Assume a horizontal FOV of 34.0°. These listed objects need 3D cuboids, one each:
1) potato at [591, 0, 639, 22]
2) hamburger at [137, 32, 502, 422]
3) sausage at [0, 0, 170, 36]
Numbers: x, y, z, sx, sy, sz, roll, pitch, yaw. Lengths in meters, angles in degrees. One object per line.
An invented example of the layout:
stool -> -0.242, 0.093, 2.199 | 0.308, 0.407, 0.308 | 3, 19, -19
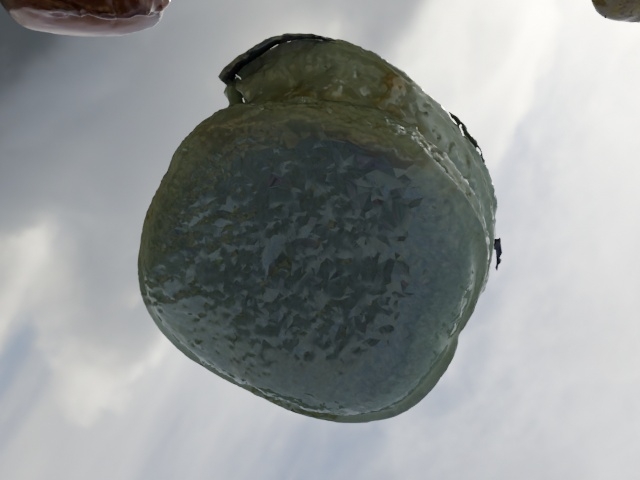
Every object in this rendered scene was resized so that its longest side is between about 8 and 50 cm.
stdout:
potato -> 0.257, -0.205, 0.862 | 0.040, 0.083, 0.051 | 56, -47, 43
hamburger -> 0.000, 0.000, 0.396 | 0.062, 0.133, 0.140 | -60, 173, -57
sausage -> -0.186, -0.206, 0.721 | 0.348, 0.097, 0.094 | -138, -130, -58
